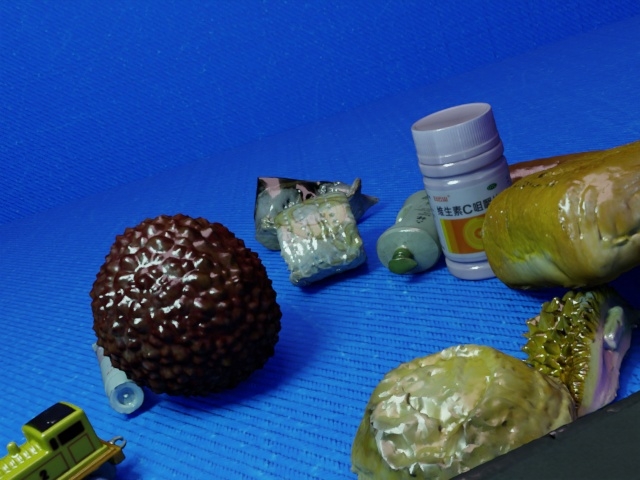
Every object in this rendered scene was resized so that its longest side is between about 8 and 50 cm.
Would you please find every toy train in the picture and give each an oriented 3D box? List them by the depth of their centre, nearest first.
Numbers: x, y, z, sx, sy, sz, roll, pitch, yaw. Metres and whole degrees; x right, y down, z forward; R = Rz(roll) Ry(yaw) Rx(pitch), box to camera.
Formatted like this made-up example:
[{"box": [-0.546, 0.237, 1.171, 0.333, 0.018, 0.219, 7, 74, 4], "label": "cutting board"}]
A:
[{"box": [-0.331, 0.281, 0.842, 0.089, 0.127, 0.219, 2, 27, 46], "label": "toy train"}]

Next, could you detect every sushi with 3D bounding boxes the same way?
[{"box": [-0.010, -0.051, 1.498, 0.273, 0.134, 0.109, 0, 37, 1], "label": "sushi"}]

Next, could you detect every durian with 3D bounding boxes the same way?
[{"box": [0.290, 0.112, 0.803, 0.140, 0.078, 0.224, -10, 21, 23], "label": "durian"}]

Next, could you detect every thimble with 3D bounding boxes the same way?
[{"box": [0.000, 0.000, 1.286, 0.144, 0.137, 0.190, -18, 30, 3], "label": "thimble"}]

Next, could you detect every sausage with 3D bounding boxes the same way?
[{"box": [0.402, -0.096, 1.231, 0.271, 0.108, 0.109, -9, 22, 25], "label": "sausage"}]

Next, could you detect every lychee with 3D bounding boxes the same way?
[{"box": [-0.197, 0.090, 1.023, 0.300, 0.264, 0.264, 16, 35, 27], "label": "lychee"}]

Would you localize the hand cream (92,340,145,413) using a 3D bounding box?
[{"box": [-0.332, 0.202, 1.179, 0.085, 0.058, 0.331, -40, 18, -9], "label": "hand cream"}]

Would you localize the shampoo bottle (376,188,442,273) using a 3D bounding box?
[{"box": [0.166, -0.008, 1.227, 0.118, 0.087, 0.234, -8, 22, 28], "label": "shampoo bottle"}]

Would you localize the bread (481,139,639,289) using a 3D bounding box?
[{"box": [0.394, -0.054, 0.922, 0.328, 0.148, 0.337, -21, -1, -5], "label": "bread"}]

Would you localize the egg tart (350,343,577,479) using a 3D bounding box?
[{"box": [0.135, 0.181, 0.730, 0.252, 0.098, 0.232, -13, 23, 32], "label": "egg tart"}]

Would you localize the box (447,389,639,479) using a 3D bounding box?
[{"box": [0.220, 0.246, 0.318, 0.251, 0.204, 0.345, -23, 20, -9], "label": "box"}]

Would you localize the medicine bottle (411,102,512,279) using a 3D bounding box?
[{"box": [0.232, -0.075, 1.104, 0.133, 0.249, 0.133, -16, 19, 6], "label": "medicine bottle"}]
